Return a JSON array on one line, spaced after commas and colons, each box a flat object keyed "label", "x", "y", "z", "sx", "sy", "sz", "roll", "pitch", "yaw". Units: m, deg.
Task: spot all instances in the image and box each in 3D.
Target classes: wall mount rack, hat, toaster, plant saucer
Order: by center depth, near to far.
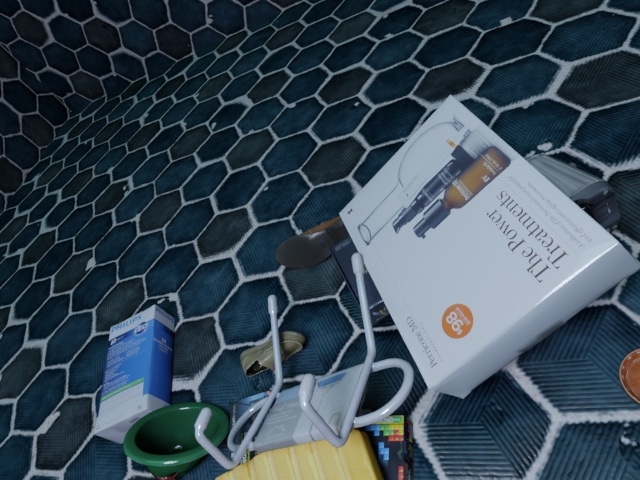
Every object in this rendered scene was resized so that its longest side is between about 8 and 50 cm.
[{"label": "plant saucer", "x": 0.431, "y": 0.177, "z": 0.586, "sx": 0.083, "sy": 0.013, "sz": 0.084, "roll": -19, "pitch": 46, "yaw": 21}, {"label": "wall mount rack", "x": -0.028, "y": 0.182, "z": 0.702, "sx": 0.350, "sy": 0.131, "sz": 0.304, "roll": -27, "pitch": 17, "yaw": 31}, {"label": "toaster", "x": 0.341, "y": -0.033, "z": 0.745, "sx": 0.227, "sy": 0.129, "sz": 0.146, "roll": -39, "pitch": 39, "yaw": 9}, {"label": "hat", "x": -0.260, "y": 0.420, "z": 0.830, "sx": 0.208, "sy": 0.184, "sz": 0.173, "roll": -1, "pitch": 13, "yaw": 4}]

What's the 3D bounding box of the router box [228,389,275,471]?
[{"label": "router box", "x": -0.111, "y": 0.332, "z": 0.797, "sx": 0.092, "sy": 0.038, "sz": 0.123, "roll": -23, "pitch": 45, "yaw": 16}]

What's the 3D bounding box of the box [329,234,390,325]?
[{"label": "box", "x": 0.151, "y": 0.024, "z": 0.870, "sx": 0.232, "sy": 0.059, "sz": 0.183, "roll": -33, "pitch": 44, "yaw": 6}]

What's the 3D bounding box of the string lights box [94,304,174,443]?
[{"label": "string lights box", "x": -0.398, "y": 0.283, "z": 1.002, "sx": 0.133, "sy": 0.077, "sz": 0.260, "roll": -27, "pitch": 44, "yaw": 11}]

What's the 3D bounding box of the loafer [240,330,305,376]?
[{"label": "loafer", "x": -0.089, "y": 0.219, "z": 0.872, "sx": 0.148, "sy": 0.056, "sz": 0.050, "roll": -30, "pitch": 43, "yaw": 23}]

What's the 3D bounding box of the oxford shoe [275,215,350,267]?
[{"label": "oxford shoe", "x": 0.000, "y": 0.000, "z": 1.000, "sx": 0.212, "sy": 0.076, "sz": 0.076, "roll": -23, "pitch": 15, "yaw": 19}]

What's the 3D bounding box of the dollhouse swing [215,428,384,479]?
[{"label": "dollhouse swing", "x": -0.064, "y": 0.406, "z": 0.507, "sx": 0.346, "sy": 0.315, "sz": 0.305, "roll": -33, "pitch": 67, "yaw": 14}]

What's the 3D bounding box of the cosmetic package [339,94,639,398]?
[{"label": "cosmetic package", "x": 0.205, "y": -0.009, "z": 0.693, "sx": 0.284, "sy": 0.097, "sz": 0.377, "roll": -48, "pitch": 40, "yaw": 22}]

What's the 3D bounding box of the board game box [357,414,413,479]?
[{"label": "board game box", "x": 0.049, "y": 0.338, "z": 0.679, "sx": 0.170, "sy": 0.048, "sz": 0.141, "roll": -13, "pitch": 47, "yaw": 25}]
